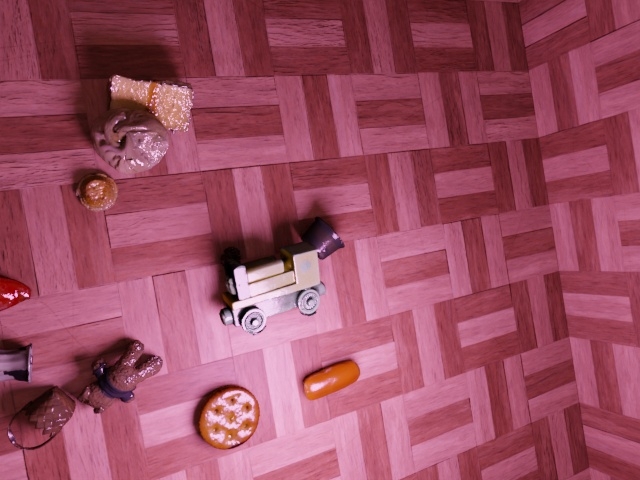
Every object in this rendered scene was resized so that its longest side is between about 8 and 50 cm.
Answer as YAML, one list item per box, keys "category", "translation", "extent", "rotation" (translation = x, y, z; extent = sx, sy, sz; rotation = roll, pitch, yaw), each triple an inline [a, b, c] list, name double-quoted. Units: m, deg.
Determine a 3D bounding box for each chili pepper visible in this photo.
- category: "chili pepper"
  translation: [-0.979, 0.154, 1.374]
  extent: [0.252, 0.136, 0.144]
  rotation: [19, 53, -30]

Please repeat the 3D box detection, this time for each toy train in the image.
- category: "toy train"
  translation: [-0.169, 0.160, 1.674]
  extent: [0.397, 0.160, 0.253]
  rotation: [-15, 110, -25]

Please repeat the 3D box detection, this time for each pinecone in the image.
- category: "pinecone"
  translation: [-0.312, 0.063, 1.688]
  extent: [0.077, 0.077, 0.083]
  rotation: [34, 65, -19]

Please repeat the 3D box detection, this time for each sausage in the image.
- category: "sausage"
  translation: [0.043, 0.522, 1.812]
  extent: [0.238, 0.098, 0.098]
  rotation: [-16, 94, -22]

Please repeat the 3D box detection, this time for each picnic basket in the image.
- category: "picnic basket"
  translation: [-0.817, 0.527, 1.403]
  extent: [0.178, 0.138, 0.128]
  rotation: [-41, 100, -22]

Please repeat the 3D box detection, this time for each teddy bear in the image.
- category: "teddy bear"
  translation: [-0.627, 0.427, 1.498]
  extent: [0.251, 0.129, 0.182]
  rotation: [-43, 102, -20]

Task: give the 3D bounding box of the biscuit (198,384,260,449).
- category: "biscuit"
  translation: [-0.312, 0.612, 1.662]
  extent: [0.220, 0.066, 0.221]
  rotation: [1, 88, -24]

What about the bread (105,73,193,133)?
- category: "bread"
  translation: [-0.564, -0.473, 1.588]
  extent: [0.266, 0.178, 0.142]
  rotation: [0, 56, -27]

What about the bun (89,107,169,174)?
- category: "bun"
  translation: [-0.606, -0.317, 1.531]
  extent: [0.237, 0.116, 0.210]
  rotation: [-5, 105, -12]

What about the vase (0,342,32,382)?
- category: "vase"
  translation: [-1.008, 0.358, 1.328]
  extent: [0.360, 0.165, 0.165]
  rotation: [2, 87, -28]

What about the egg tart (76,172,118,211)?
- category: "egg tart"
  translation: [-0.711, -0.157, 1.534]
  extent: [0.128, 0.049, 0.129]
  rotation: [1, 88, -25]

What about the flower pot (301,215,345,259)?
- category: "flower pot"
  translation: [0.000, 0.000, 1.794]
  extent: [0.107, 0.157, 0.157]
  rotation: [-42, 104, -6]
